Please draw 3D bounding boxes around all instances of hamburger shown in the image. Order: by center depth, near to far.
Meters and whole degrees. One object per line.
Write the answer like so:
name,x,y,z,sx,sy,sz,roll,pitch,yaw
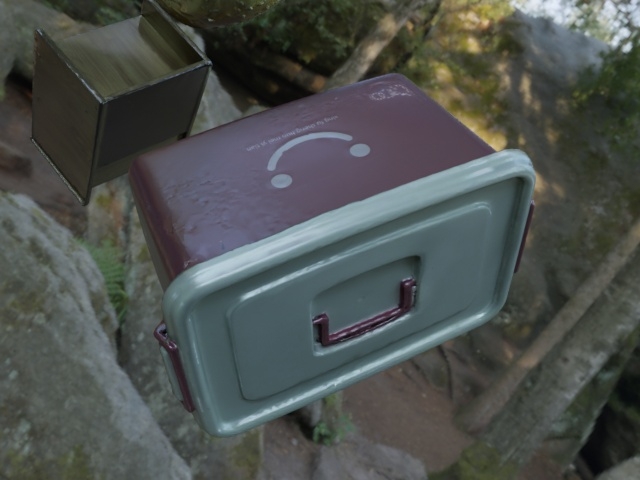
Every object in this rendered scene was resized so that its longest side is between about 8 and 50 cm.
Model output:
hamburger,-0.104,-0.306,0.767,0.215,0.189,0.122,31,-28,54

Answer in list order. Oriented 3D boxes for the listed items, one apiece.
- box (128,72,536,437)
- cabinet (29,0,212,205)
box,0.000,0.000,0.568,0.167,0.294,0.193,55,-22,40
cabinet,-0.283,-0.191,0.990,0.175,0.215,0.148,-32,74,-37
